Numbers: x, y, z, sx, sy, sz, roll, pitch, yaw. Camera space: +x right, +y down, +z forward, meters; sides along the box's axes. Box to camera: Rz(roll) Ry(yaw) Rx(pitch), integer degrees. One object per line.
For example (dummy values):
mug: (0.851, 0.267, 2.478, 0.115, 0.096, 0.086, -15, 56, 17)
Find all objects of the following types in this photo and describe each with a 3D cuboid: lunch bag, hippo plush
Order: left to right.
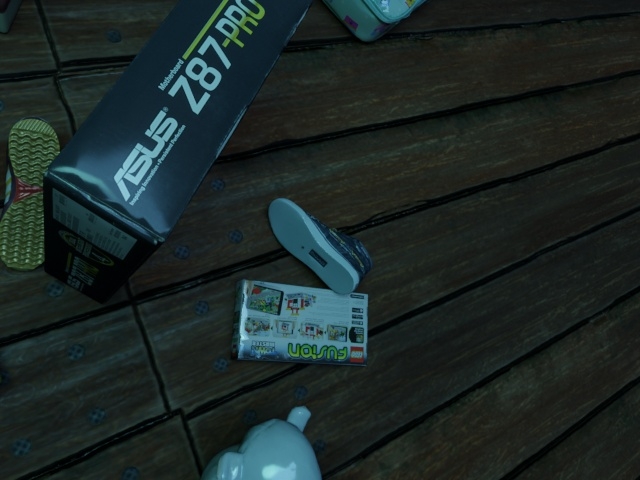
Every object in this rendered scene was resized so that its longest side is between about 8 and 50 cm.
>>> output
hippo plush: (-0.050, 0.341, 0.576, 0.237, 0.294, 0.234, 56, 39, 4)
lunch bag: (0.116, -0.516, 0.952, 0.224, 0.108, 0.279, 46, 62, -10)

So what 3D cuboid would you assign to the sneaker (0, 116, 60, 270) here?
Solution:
sneaker: (-0.352, -0.057, 0.629, 0.069, 0.084, 0.186, 8, 100, -28)

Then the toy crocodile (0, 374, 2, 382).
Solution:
toy crocodile: (-0.492, 0.191, 0.482, 0.340, 0.105, 0.115, -31, 93, -25)

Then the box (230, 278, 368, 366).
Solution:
box: (-0.026, 0.126, 0.763, 0.207, 0.036, 0.114, 10, 73, -25)

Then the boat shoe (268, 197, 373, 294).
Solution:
boat shoe: (0.000, 0.000, 0.799, 0.183, 0.065, 0.083, 47, 35, 4)

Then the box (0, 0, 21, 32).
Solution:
box: (-0.420, -0.372, 0.571, 0.148, 0.232, 0.127, 16, 71, -23)

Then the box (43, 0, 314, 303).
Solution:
box: (-0.160, -0.106, 0.546, 0.097, 0.395, 0.318, 35, 65, -16)
